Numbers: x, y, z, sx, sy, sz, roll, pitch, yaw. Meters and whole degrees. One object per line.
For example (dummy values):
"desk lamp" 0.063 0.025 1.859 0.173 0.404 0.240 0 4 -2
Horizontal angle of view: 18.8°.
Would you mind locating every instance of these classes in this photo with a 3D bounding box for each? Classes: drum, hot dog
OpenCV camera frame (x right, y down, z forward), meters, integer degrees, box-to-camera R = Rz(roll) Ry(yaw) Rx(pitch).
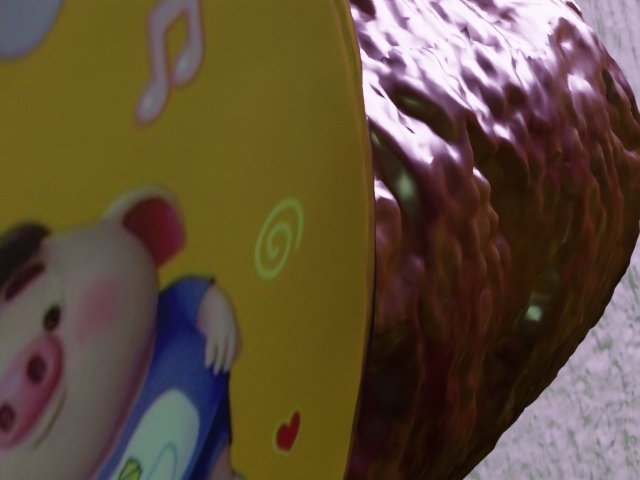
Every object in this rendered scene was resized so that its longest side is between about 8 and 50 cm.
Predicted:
"drum" -0.177 0.058 0.424 0.431 0.214 0.431 -38 137 -46
"hot dog" 0.000 0.000 0.779 0.387 0.174 0.267 -30 116 -58
